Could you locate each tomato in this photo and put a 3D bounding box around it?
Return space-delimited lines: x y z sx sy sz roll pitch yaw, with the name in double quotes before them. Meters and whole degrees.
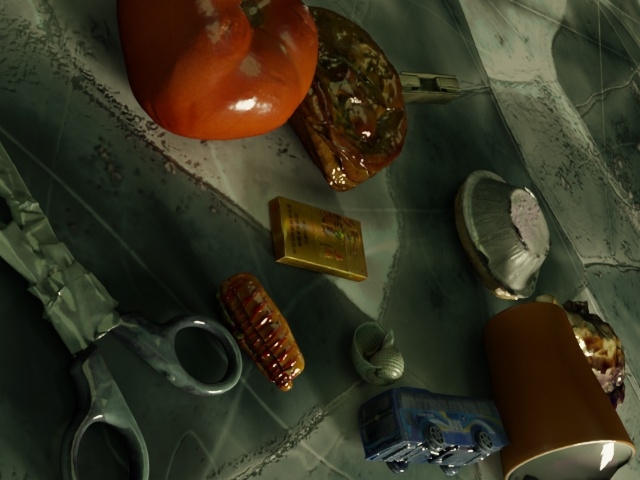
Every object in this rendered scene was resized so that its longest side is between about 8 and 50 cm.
"tomato" -0.121 -0.230 0.962 0.260 0.180 0.259 23 57 -40

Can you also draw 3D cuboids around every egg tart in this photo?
"egg tart" 0.314 -0.017 1.403 0.234 0.094 0.234 28 50 -38

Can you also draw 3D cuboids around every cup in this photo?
"cup" 0.334 0.242 1.239 0.226 0.183 0.263 73 6 -55

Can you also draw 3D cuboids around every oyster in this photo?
"oyster" 0.469 0.188 1.462 0.275 0.100 0.271 60 24 2

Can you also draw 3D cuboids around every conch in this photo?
"conch" 0.068 0.148 1.071 0.076 0.056 0.085 23 31 -15

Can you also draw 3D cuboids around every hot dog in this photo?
"hot dog" -0.067 0.103 0.942 0.144 0.062 0.038 60 17 -8
"hot dog" 0.013 -0.206 1.147 0.196 0.122 0.272 -33 97 -44

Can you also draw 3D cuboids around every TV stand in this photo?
"TV stand" 0.154 -0.253 1.392 0.249 0.036 0.042 -9 79 -50

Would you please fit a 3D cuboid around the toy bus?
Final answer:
"toy bus" 0.147 0.247 1.096 0.237 0.079 0.094 17 43 -43

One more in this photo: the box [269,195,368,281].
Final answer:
"box" 0.000 0.000 1.098 0.156 0.022 0.089 18 59 -42

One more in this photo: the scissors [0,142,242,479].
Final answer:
"scissors" -0.240 0.055 0.796 0.383 0.029 0.256 54 41 -15
